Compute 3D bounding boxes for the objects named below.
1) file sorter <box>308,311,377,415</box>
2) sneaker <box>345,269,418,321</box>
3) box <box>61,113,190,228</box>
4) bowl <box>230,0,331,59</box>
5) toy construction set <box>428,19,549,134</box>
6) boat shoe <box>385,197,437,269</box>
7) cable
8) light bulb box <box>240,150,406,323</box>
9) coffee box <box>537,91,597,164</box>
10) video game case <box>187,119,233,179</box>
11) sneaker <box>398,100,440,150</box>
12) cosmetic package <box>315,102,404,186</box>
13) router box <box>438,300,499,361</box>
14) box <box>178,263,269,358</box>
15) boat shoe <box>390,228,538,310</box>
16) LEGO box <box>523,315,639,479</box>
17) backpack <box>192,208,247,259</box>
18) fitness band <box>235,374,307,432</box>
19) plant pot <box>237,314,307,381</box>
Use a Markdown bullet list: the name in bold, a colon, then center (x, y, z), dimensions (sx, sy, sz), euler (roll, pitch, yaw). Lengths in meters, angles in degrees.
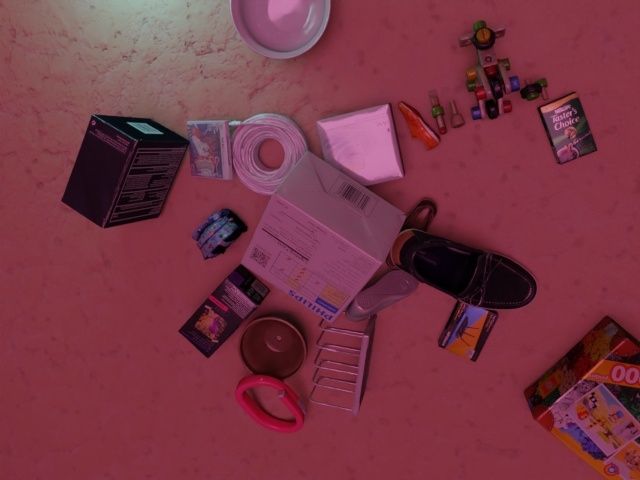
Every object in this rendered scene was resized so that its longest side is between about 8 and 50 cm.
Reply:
- **file sorter**: center (0.073, 0.389, 1.869), dimensions (0.173, 0.193, 0.278), euler (10, 105, 11)
- **sneaker**: center (0.189, 0.180, 1.837), dimensions (0.255, 0.151, 0.094), euler (-21, 74, -27)
- **box**: center (-0.603, -0.219, 1.772), dimensions (0.182, 0.296, 0.294), euler (30, 106, 11)
- **bowl**: center (-0.106, -0.683, 1.668), dimensions (0.297, 0.134, 0.298), euler (2, 104, 8)
- **toy construction set**: center (0.438, -0.469, 1.615), dimensions (0.308, 0.257, 0.237), euler (-20, 81, 36)
- **boat shoe**: center (0.277, -0.016, 1.783), dimensions (0.095, 0.095, 0.258), euler (27, 106, 3)
- **cable**: center (-0.161, -0.272, 1.802), dimensions (0.256, 0.089, 0.257), euler (-9, 103, 11)
- **light bulb box**: center (0.000, 0.000, 1.694), dimensions (0.357, 0.225, 0.361), euler (34, 139, 0)
- **coffee box**: center (0.721, -0.327, 1.660), dimensions (0.113, 0.040, 0.184), euler (-21, 99, 14)
- **video game case**: center (-0.355, -0.289, 1.810), dimensions (0.201, 0.023, 0.184), euler (10, 108, 42)
- **sneaker**: center (0.288, -0.346, 1.721), dimensions (0.067, 0.064, 0.175), euler (-39, 92, 26)
- **cosmetic package**: center (0.126, -0.281, 1.725), dimensions (0.223, 0.138, 0.225), euler (-12, 103, 12)
- **router box**: center (0.479, 0.288, 1.847), dimensions (0.133, 0.046, 0.179), euler (22, 106, 4)
- **box**: center (-0.321, 0.236, 1.910), dimensions (0.143, 0.165, 0.270), euler (43, 107, -2)
- **boat shoe**: center (0.448, 0.104, 1.710), dimensions (0.499, 0.156, 0.187), euler (21, 98, -15)
- **LEGO box**: center (0.960, 0.544, 1.751), dimensions (0.500, 0.193, 0.372), euler (39, 106, -1)
- **backpack**: center (-0.340, -0.017, 1.849), dimensions (0.158, 0.173, 0.117), euler (-42, 94, 17)
- **fitness band**: center (-0.171, 0.571, 1.964), dimensions (0.208, 0.054, 0.291), euler (-14, 125, 26)
- **plant pot**: center (-0.153, 0.355, 1.940), dimensions (0.237, 0.110, 0.238), euler (2, 104, 10)
